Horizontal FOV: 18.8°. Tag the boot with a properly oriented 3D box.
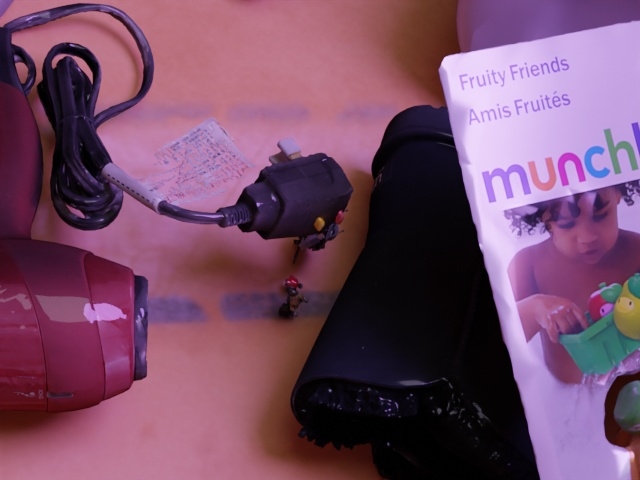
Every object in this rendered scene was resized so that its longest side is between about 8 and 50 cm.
[{"bbox_3d":[0.119,0.053,0.987,0.246,0.094,0.207,20,52,-4],"label":"boot"}]

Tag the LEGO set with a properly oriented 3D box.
[{"bbox_3d":[-0.001,0.002,1.004,0.023,0.054,0.083,15,84,-5],"label":"LEGO set"}]

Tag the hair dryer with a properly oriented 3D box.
[{"bbox_3d":[-0.153,-0.002,0.947,0.293,0.080,0.223,-30,49,-34],"label":"hair dryer"}]

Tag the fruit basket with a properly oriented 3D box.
[{"bbox_3d":[0.241,0.056,0.898,0.327,0.165,0.353,-12,91,-25],"label":"fruit basket"}]

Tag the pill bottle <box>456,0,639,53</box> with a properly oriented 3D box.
[{"bbox_3d":[0.241,-0.231,1.140,0.224,0.224,0.392,27,53,-3],"label":"pill bottle"}]

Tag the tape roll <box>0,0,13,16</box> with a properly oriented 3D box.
[{"bbox_3d":[-0.250,-0.225,0.981,0.246,0.169,0.246,10,55,-15],"label":"tape roll"}]
